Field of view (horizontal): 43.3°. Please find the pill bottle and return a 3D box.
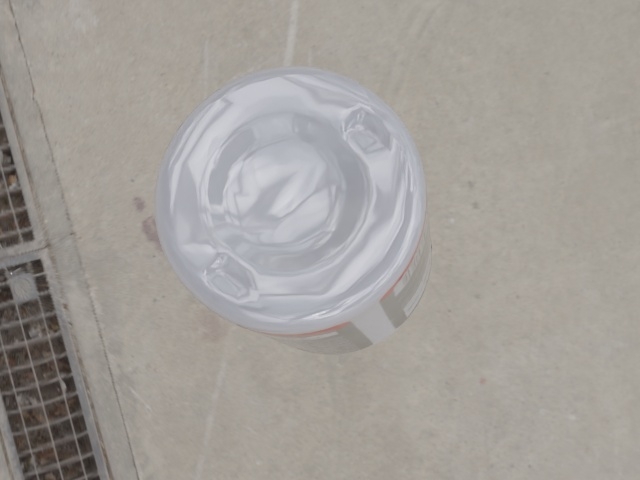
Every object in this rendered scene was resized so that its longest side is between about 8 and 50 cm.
[{"bbox_3d":[0.000,0.000,0.592,0.161,0.283,0.161,-2,78,8],"label":"pill bottle"}]
